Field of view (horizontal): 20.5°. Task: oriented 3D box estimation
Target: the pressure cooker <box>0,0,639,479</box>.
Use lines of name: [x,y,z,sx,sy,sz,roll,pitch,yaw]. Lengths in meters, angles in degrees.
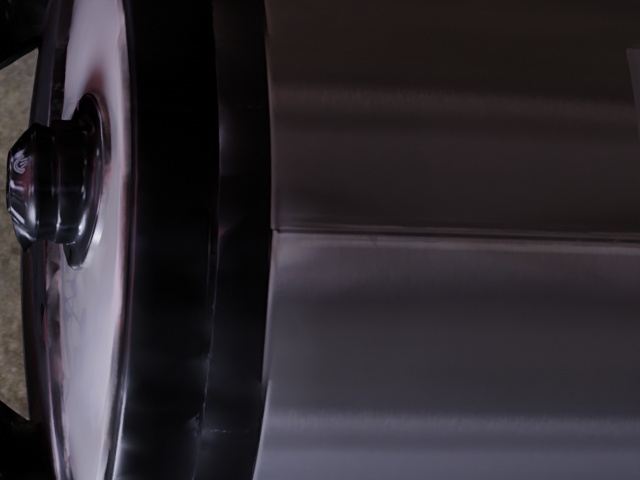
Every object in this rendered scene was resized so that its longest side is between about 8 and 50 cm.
pressure cooker: [0.002,-0.003,0.909,0.370,0.420,0.375,-110,26,-53]
